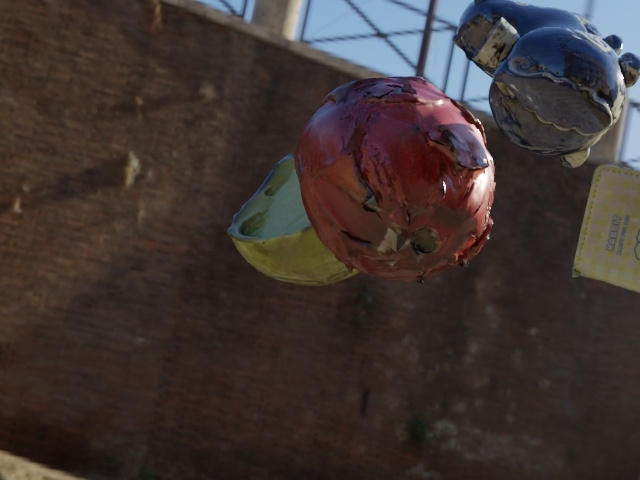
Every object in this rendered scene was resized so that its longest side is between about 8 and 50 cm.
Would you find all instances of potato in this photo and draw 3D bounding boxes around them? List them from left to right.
[{"bbox_3d":[0.000,0.000,1.858,0.330,0.280,0.212,7,-51,47],"label":"potato"}]

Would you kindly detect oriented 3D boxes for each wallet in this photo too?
[{"bbox_3d":[0.592,0.001,1.710,0.309,0.223,0.077,16,15,20],"label":"wallet"}]

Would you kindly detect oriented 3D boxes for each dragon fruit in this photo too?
[{"bbox_3d":[0.111,-0.087,1.470,0.296,0.295,0.301,15,27,-30],"label":"dragon fruit"}]

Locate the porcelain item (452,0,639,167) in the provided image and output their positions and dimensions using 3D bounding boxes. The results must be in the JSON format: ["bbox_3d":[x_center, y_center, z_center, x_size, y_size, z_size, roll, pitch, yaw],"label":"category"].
[{"bbox_3d":[0.242,-0.199,1.149,0.186,0.138,0.288,28,26,-4],"label":"porcelain item"}]
